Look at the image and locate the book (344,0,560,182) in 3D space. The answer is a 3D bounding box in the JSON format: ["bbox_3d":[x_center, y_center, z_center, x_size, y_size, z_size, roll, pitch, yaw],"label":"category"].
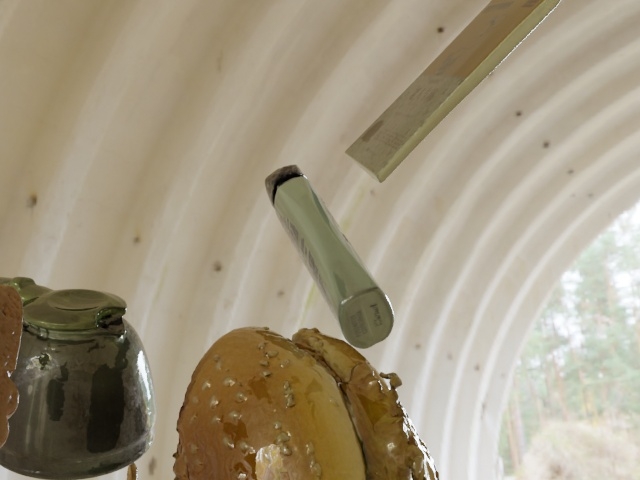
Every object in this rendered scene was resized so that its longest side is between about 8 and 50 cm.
[{"bbox_3d":[0.201,-0.259,1.351,0.032,0.389,0.269,43,3,-16],"label":"book"}]

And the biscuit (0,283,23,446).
[{"bbox_3d":[-0.321,0.107,0.698,0.035,0.250,0.162,-29,-72,21],"label":"biscuit"}]

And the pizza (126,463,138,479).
[{"bbox_3d":[-0.341,0.431,1.488,0.016,0.083,0.037,17,-68,-24],"label":"pizza"}]

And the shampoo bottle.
[{"bbox_3d":[0.000,0.000,1.236,0.078,0.359,0.134,-26,-49,-5],"label":"shampoo bottle"}]

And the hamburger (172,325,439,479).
[{"bbox_3d":[-0.004,0.309,0.937,0.287,0.445,0.268,-7,-17,40],"label":"hamburger"}]

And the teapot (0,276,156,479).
[{"bbox_3d":[-0.378,0.176,1.207,0.239,0.239,0.321,-6,19,-38],"label":"teapot"}]
